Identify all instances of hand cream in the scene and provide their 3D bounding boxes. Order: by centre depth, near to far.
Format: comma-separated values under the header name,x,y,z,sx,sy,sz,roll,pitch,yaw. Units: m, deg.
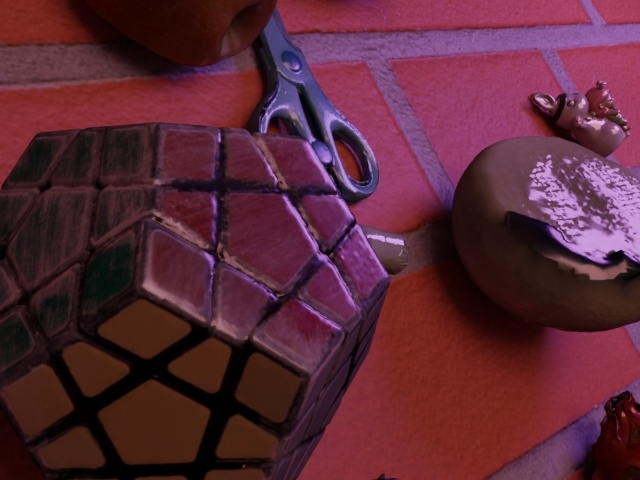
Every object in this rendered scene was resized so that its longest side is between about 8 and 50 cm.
name,x,y,z,sx,sy,sz,roll,pitch,yaw
hand cream,0.000,0.000,0.917,0.205,0.050,0.078,10,39,-32

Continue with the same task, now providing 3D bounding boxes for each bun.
name,x,y,z,sx,sy,sz,roll,pitch,yaw
bun,0.281,0.011,1.055,0.283,0.179,0.283,11,43,-10

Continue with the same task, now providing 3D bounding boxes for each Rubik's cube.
name,x,y,z,sx,sy,sz,roll,pitch,yaw
Rubik's cube,-0.106,0.054,0.643,0.264,0.319,0.319,-29,83,-19

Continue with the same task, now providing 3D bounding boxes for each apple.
name,x,y,z,sx,sy,sz,roll,pitch,yaw
apple,-0.141,-0.289,0.893,0.188,0.174,0.207,35,59,8

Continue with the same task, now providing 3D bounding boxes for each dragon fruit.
name,x,y,z,sx,sy,sz,roll,pitch,yaw
dragon fruit,0.377,0.261,1.009,0.166,0.133,0.136,61,3,7

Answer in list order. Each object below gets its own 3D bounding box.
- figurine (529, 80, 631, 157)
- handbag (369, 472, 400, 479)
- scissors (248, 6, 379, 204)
name,x,y,z,sx,sy,sz,roll,pitch,yaw
figurine,0.404,-0.201,1.340,0.146,0.081,0.098,45,82,-7
handbag,0.004,0.306,0.678,0.229,0.127,0.207,2,62,-47
scissors,-0.043,-0.196,1.011,0.180,0.032,0.392,-2,65,-47
